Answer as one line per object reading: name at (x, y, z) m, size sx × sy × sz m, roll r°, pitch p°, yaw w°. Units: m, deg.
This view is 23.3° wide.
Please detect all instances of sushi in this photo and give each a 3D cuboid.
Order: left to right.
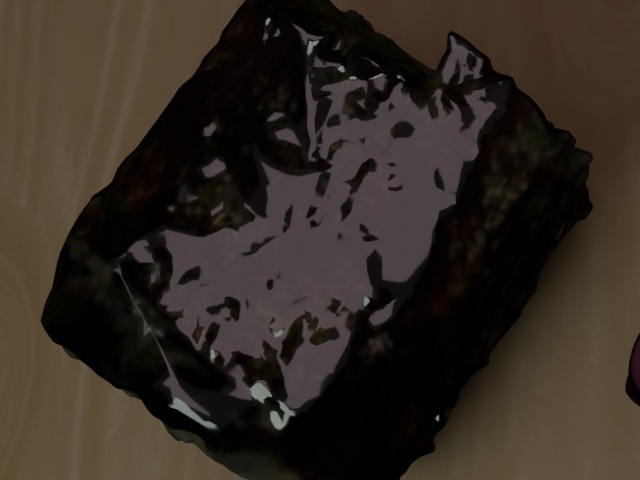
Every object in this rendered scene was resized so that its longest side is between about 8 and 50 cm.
sushi at (0.002, -0.001, 1.040) m, size 0.281 × 0.299 × 0.294 m, roll 32°, pitch 92°, yaw 3°

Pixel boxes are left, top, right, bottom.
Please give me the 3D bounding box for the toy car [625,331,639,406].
toy car at (0.347, 0.046, 0.880) m, size 0.341 × 0.271 × 0.240 m, roll 10°, pitch 75°, yaw 62°
